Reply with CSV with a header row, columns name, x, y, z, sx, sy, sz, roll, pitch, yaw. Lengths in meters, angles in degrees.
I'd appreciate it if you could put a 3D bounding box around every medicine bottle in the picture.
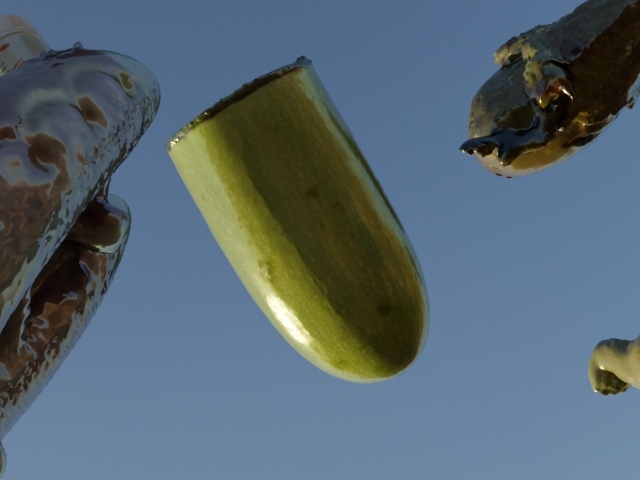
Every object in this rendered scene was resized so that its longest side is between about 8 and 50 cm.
name,x,y,z,sx,sy,sz,roll,pitch,yaw
medicine bottle,-0.236,-0.134,0.831,0.057,0.089,0.057,-25,-35,-19

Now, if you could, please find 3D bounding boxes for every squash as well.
name,x,y,z,sx,sy,sz,roll,pitch,yaw
squash,0.000,0.000,0.780,0.132,0.132,0.247,-32,-86,-10

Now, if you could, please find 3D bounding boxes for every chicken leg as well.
name,x,y,z,sx,sy,sz,roll,pitch,yaw
chicken leg,0.292,-0.208,1.057,0.140,0.211,0.361,39,-71,-6

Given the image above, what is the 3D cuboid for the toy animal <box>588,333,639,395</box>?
name,x,y,z,sx,sy,sz,roll,pitch,yaw
toy animal,0.254,0.134,0.666,0.103,0.219,0.101,-9,-35,-2

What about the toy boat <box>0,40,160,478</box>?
name,x,y,z,sx,sy,sz,roll,pitch,yaw
toy boat,-0.121,0.022,0.410,0.227,0.085,0.155,-56,-7,-49
